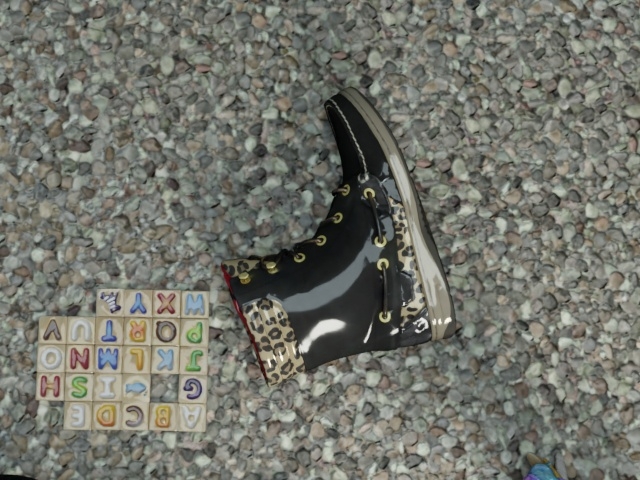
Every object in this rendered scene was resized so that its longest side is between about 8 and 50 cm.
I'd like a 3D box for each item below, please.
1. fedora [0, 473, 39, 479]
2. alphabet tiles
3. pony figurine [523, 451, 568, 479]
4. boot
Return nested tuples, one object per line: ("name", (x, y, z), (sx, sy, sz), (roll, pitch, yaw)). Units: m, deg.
("fedora", (-0.462, 0.443, 1.737), (0.334, 0.334, 0.152), (-8, 114, -5))
("alphabet tiles", (-0.276, 0.166, 1.896), (0.237, 0.009, 0.198), (1, 82, -4))
("pony figurine", (0.355, 0.485, 1.787), (0.363, 0.303, 0.351), (40, 49, 6))
("boot", (0.000, 0.000, 1.879), (0.284, 0.138, 0.377), (-20, 89, -6))
